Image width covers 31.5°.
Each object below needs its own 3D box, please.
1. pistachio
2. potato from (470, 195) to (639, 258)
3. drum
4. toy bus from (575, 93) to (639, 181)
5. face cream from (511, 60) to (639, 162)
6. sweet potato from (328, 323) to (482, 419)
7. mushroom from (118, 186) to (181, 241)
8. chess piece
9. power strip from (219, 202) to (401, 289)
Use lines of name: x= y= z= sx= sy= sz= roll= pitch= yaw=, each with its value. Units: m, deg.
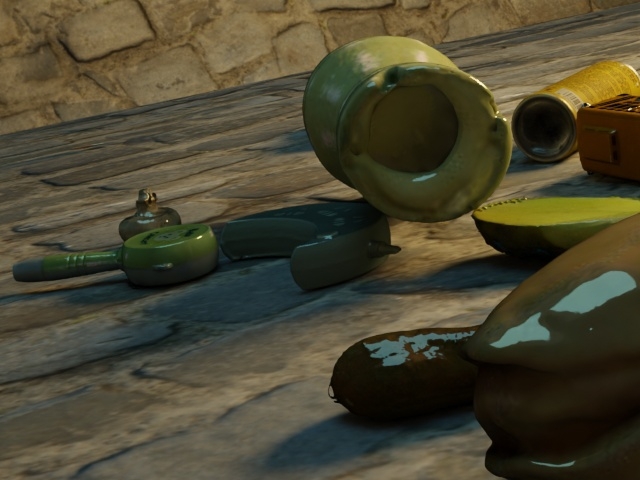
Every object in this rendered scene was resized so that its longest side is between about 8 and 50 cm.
pistachio: x=0.214 y=0.063 z=0.703 sx=0.293 sy=0.162 sz=0.181 roll=-24 pitch=2 yaw=-33
potato: x=0.257 y=-0.011 z=1.178 sx=0.197 sy=0.054 sz=0.119 roll=-4 pitch=14 yaw=12
drum: x=-0.247 y=0.030 z=1.356 sx=0.253 sy=0.049 sz=0.130 roll=-11 pitch=14 yaw=-5
toy bus: x=0.416 y=-0.127 z=1.439 sx=0.114 sy=0.098 sz=0.201 roll=-15 pitch=17 yaw=-22
face cream: x=0.412 y=-0.211 z=1.751 sx=0.105 sy=0.105 sz=0.348 roll=0 pitch=18 yaw=35
sweet potato: x=0.120 y=0.089 z=0.868 sx=0.233 sy=0.062 sz=0.081 roll=-10 pitch=12 yaw=-12
mushroom: x=-0.231 y=-0.031 z=1.523 sx=0.085 sy=0.079 sz=0.085 roll=-6 pitch=16 yaw=2
chess piece: x=0.103 y=-0.139 z=1.381 sx=0.234 sy=0.234 sz=0.442 roll=-10 pitch=11 yaw=-2
power strip: x=0.000 y=0.000 z=1.304 sx=0.167 sy=0.054 sz=0.253 roll=-18 pitch=15 yaw=-26
